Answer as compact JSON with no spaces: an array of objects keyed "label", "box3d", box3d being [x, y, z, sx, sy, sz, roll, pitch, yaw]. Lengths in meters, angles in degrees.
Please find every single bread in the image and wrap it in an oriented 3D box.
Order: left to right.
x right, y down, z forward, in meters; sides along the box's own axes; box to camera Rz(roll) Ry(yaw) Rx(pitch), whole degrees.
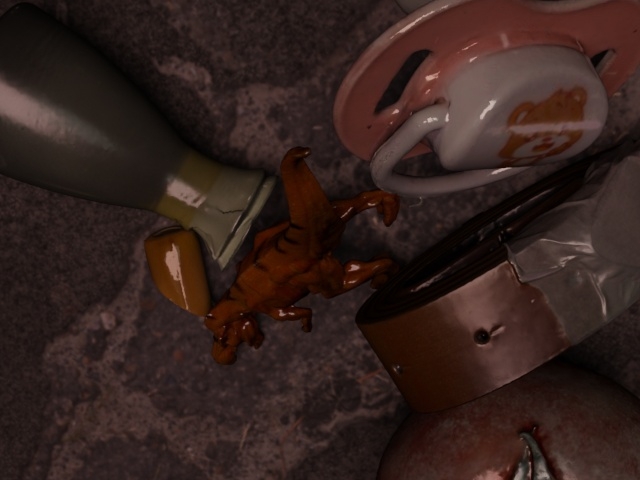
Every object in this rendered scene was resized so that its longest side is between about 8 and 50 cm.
[{"label":"bread","box3d":[-0.158,0.038,1.319,0.062,0.049,0.103,-9,103,10]}]

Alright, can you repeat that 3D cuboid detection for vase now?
[{"label":"vase","box3d":[-0.209,-0.095,1.239,0.321,0.173,0.173,29,108,-8]}]

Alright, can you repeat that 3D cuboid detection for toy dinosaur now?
[{"label":"toy dinosaur","box3d":[0.000,0.000,1.213,0.097,0.208,0.432,64,150,26]}]

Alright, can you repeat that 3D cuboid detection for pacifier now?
[{"label":"pacifier","box3d":[0.154,-0.168,1.123,0.332,0.220,0.273,-6,94,-31]}]

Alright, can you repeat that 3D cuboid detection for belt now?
[{"label":"belt","box3d":[0.202,0.029,1.173,0.339,0.217,0.122,-32,99,-1]}]

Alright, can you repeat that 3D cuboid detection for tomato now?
[{"label":"tomato","box3d":[0.213,0.272,1.211,0.317,0.282,0.316,3,106,10]}]
